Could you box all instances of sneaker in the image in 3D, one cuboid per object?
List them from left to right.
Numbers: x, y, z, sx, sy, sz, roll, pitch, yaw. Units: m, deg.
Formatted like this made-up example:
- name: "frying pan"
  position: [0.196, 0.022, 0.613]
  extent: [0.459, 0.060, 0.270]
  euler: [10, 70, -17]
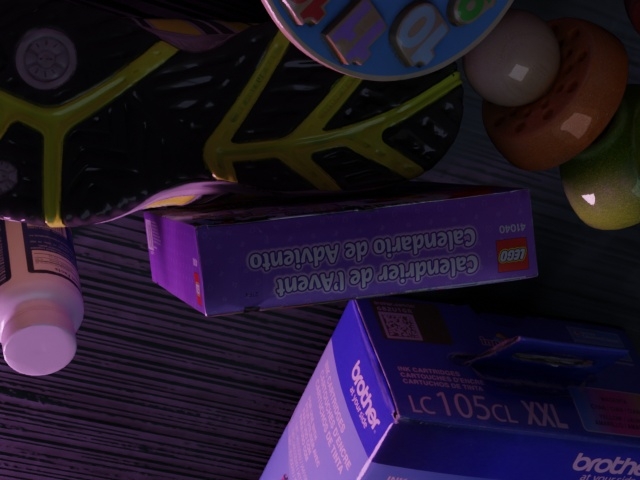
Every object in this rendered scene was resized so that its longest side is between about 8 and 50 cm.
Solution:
- name: "sneaker"
  position: [-0.104, -0.074, 1.103]
  extent: [0.385, 0.147, 0.145]
  euler: [4, 88, 2]

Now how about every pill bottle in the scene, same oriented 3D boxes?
- name: "pill bottle"
  position: [-0.199, 0.034, 1.189]
  extent: [0.067, 0.120, 0.067]
  euler: [-8, 133, -9]

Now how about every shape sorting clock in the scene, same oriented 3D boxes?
- name: "shape sorting clock"
  position: [0.046, -0.191, 0.958]
  extent: [0.206, 0.040, 0.206]
  euler: [-10, 111, -28]

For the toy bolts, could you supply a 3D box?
- name: "toy bolts"
  position: [0.205, -0.154, 1.065]
  extent: [0.218, 0.228, 0.158]
  euler: [-17, 138, 42]

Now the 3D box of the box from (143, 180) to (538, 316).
- name: "box"
  position: [0.000, 0.000, 1.123]
  extent: [0.201, 0.293, 0.057]
  euler: [-7, 94, -11]

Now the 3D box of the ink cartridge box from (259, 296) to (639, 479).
- name: "ink cartridge box"
  position: [0.109, 0.199, 1.418]
  extent: [0.270, 0.151, 0.395]
  euler: [8, 126, -24]
